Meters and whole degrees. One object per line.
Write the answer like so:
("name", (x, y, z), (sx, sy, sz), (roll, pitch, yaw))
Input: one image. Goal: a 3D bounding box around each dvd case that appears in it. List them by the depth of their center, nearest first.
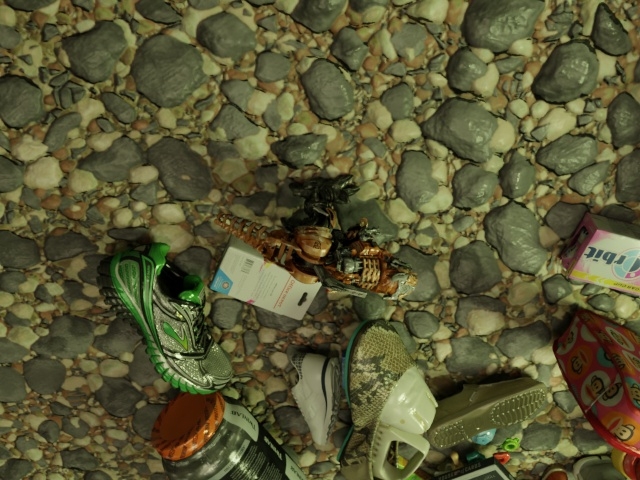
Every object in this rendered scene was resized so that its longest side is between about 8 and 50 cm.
("dvd case", (0.378, 0.591, 1.512), (0.179, 0.030, 0.239), (-31, 116, 25))

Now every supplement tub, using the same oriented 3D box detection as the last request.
("supplement tub", (-0.190, 0.473, 1.406), (0.207, 0.207, 0.338), (-25, 119, 17))

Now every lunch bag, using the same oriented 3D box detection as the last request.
("lunch bag", (0.578, 0.270, 1.203), (0.258, 0.293, 0.120), (22, 116, -12))

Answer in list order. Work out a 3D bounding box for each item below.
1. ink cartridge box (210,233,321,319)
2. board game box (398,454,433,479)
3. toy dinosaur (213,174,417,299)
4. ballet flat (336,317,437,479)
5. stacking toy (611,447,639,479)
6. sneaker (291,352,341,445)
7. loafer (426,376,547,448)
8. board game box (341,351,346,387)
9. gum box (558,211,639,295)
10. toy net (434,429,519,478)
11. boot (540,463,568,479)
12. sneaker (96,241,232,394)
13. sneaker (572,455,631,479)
("ink cartridge box", (-0.098, 0.066, 1.226), (0.181, 0.062, 0.104), (22, 121, -12))
("board game box", (0.228, 0.604, 1.579), (0.259, 0.039, 0.124), (39, 117, -18))
("toy dinosaur", (0.000, 0.000, 1.088), (0.322, 0.218, 0.164), (34, 118, -19))
("ballet flat", (0.137, 0.350, 1.307), (0.182, 0.164, 0.483), (30, 138, 27))
("stacking toy", (0.786, 0.411, 1.337), (0.279, 0.130, 0.309), (22, 106, -11))
("sneaker", (-0.011, 0.329, 1.391), (0.094, 0.090, 0.235), (7, 120, 12))
("loafer", (0.335, 0.336, 1.374), (0.268, 0.092, 0.102), (-17, 126, -6))
("board game box", (0.089, 0.267, 1.375), (0.090, 0.020, 0.090), (-1, 125, 2))
("gum box", (0.531, 0.027, 1.181), (0.188, 0.062, 0.107), (14, 122, -7))
("toy net", (0.340, 0.489, 1.499), (0.122, 0.045, 0.232), (21, 123, -14))
("boot", (0.529, 0.599, 1.539), (0.059, 0.085, 0.158), (8, 124, -5))
("sneaker", (-0.262, 0.154, 1.245), (0.146, 0.134, 0.344), (-24, 119, 15))
("sneaker", (0.685, 0.533, 1.461), (0.228, 0.132, 0.086), (-16, 121, 12))
